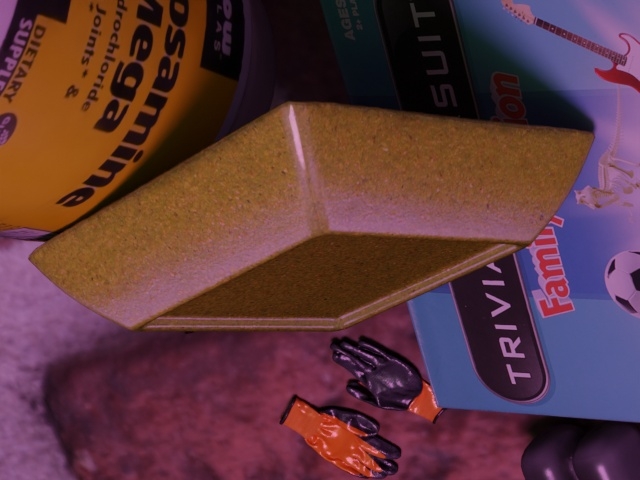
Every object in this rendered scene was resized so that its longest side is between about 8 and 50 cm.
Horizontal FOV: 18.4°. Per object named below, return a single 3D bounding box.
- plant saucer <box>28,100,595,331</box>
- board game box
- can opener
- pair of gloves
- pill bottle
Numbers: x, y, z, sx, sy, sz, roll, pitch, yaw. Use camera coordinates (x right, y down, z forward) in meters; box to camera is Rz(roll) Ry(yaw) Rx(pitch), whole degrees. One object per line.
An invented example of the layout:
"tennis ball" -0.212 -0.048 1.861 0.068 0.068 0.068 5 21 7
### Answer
"plant saucer" 0.000 0.000 0.871 0.188 0.188 0.045 -26 69 43
"board game box" 0.181 -0.036 0.903 0.336 0.079 0.254 1 119 35
"can opener" 0.209 0.216 1.105 0.076 0.095 0.283 -12 108 47
"pair of gloves" 0.024 0.096 1.111 0.074 0.010 0.083 32 120 -4
"pill bottle" -0.142 -0.096 0.849 0.188 0.334 0.188 -1 86 20
